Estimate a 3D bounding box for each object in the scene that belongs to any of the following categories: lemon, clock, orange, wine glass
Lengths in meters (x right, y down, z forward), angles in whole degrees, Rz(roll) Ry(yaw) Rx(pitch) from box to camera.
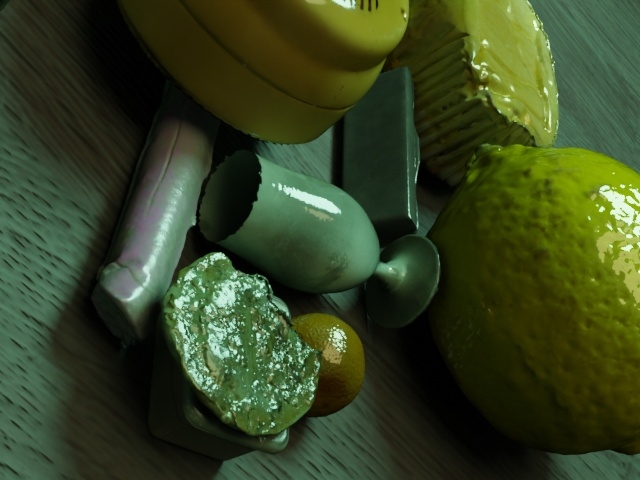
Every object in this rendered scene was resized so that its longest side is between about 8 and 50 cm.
[{"bbox_3d":[0.217,0.046,0.958,0.253,0.253,0.311,-10,73,-51],"label":"lemon"},{"bbox_3d":[-0.046,-0.236,0.878,0.244,0.200,0.317,22,42,-34],"label":"clock"},{"bbox_3d":[-0.006,0.094,0.811,0.085,0.085,0.085,28,46,-34],"label":"orange"},{"bbox_3d":[0.000,0.000,0.869,0.202,0.093,0.093,27,46,-38],"label":"wine glass"}]

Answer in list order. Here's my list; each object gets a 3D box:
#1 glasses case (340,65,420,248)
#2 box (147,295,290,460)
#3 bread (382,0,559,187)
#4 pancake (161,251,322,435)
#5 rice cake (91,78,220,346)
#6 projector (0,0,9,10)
[{"bbox_3d":[0.057,-0.080,1.009,0.042,0.072,0.191,47,34,-43],"label":"glasses case"},{"bbox_3d":[-0.071,0.091,0.748,0.089,0.062,0.122,27,46,-34],"label":"box"},{"bbox_3d":[0.155,-0.176,1.138,0.179,0.133,0.250,28,47,-35],"label":"bread"},{"bbox_3d":[-0.053,0.071,0.712,0.129,0.022,0.116,53,40,-6],"label":"pancake"},{"bbox_3d":[-0.116,-0.035,0.796,0.055,0.049,0.270,42,38,-28],"label":"rice cake"},{"bbox_3d":[-0.252,-0.203,0.732,0.083,0.083,0.082,25,47,-36],"label":"projector"}]
